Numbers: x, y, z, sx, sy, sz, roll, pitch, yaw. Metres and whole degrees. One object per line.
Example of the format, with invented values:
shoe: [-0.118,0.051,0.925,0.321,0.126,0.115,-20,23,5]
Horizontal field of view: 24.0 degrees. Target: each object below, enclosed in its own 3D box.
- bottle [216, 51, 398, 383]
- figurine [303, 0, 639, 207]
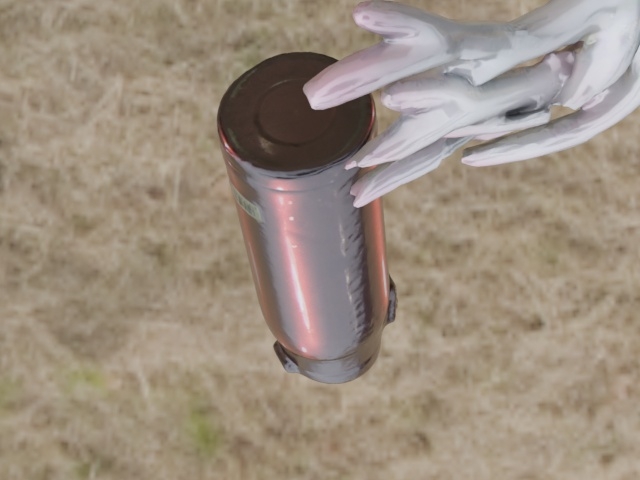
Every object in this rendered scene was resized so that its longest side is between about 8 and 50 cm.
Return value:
bottle: [0.000,0.000,0.584,0.060,0.060,0.164,-2,146,4]
figurine: [0.139,-0.096,0.505,0.284,0.206,0.316,-37,120,12]
